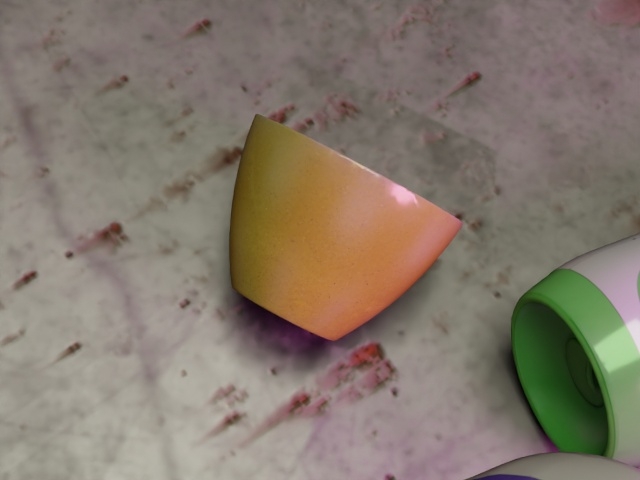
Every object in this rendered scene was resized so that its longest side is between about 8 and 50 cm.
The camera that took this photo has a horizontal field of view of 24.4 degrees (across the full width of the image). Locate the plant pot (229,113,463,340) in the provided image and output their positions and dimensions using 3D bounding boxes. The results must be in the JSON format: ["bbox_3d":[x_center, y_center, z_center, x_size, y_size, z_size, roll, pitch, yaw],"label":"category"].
[{"bbox_3d":[0.000,0.000,0.849,0.134,0.134,0.095,29,91,4],"label":"plant pot"}]

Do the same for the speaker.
[{"bbox_3d":[0.266,0.033,0.868,0.297,0.131,0.131,-19,71,-17],"label":"speaker"}]

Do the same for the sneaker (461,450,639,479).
[{"bbox_3d":[0.013,0.210,0.641,0.236,0.323,0.130,-35,98,-31],"label":"sneaker"}]
